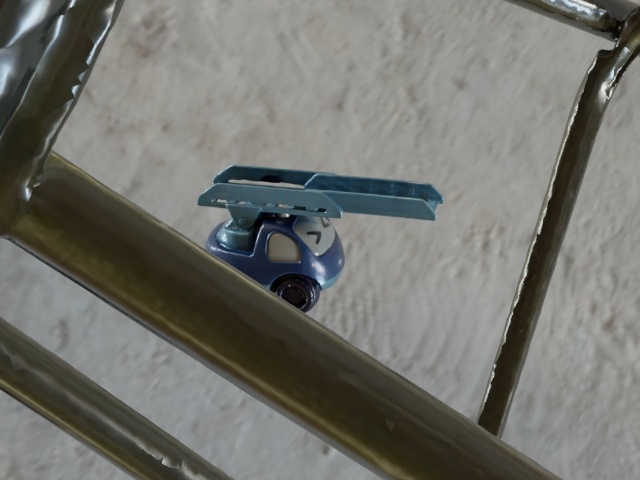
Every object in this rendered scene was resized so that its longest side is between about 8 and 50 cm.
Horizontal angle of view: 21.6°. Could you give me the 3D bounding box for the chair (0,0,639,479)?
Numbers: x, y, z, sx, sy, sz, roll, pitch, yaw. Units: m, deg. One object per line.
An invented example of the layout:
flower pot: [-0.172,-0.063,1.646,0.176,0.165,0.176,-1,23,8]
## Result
chair: [0.062,-0.025,0.567,0.410,0.362,0.364,25,75,-20]

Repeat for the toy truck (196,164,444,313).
toy truck: [0.000,0.000,0.949,0.136,0.063,0.074,5,116,11]
